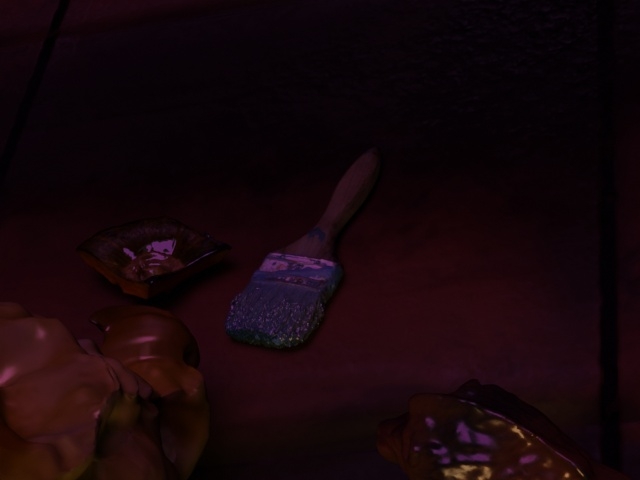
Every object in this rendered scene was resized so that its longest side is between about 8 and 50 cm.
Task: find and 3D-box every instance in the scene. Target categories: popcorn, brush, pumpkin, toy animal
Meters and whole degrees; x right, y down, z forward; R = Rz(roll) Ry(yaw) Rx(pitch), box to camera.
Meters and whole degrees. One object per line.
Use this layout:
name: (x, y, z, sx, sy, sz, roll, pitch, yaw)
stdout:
popcorn: (-0.196, 0.143, 0.949, 0.264, 0.225, 0.332, 14, 30, 20)
brush: (0.000, 0.000, 1.150, 0.070, 0.021, 0.196, 8, 47, 31)
pumpkin: (-0.120, 0.014, 1.178, 0.073, 0.035, 0.101, -33, 37, -29)
toy animal: (0.159, 0.159, 0.806, 0.312, 0.157, 0.097, 17, 55, 38)
